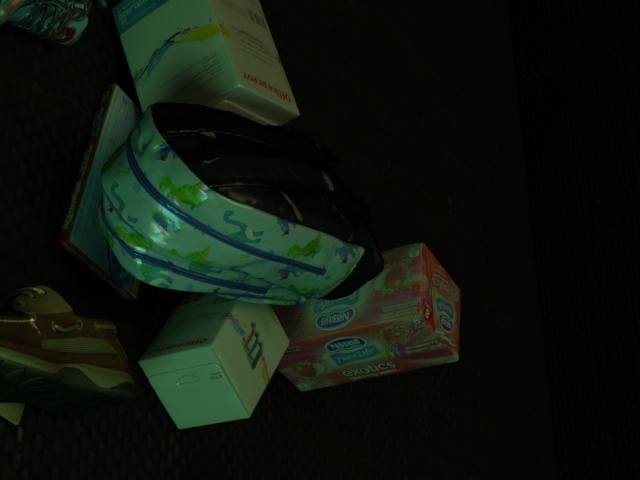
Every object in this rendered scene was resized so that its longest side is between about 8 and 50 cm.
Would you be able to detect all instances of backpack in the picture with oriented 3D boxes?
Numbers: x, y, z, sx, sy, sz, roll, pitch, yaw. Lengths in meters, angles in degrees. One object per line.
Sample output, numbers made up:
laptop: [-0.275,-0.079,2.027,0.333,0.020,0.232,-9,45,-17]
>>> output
backpack: [-0.123,-0.051,1.437,0.290,0.273,0.355,59,14,27]

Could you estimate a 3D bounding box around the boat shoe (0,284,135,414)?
boat shoe: [-0.328,0.115,1.193,0.324,0.122,0.120,36,42,-62]

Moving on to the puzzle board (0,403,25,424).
puzzle board: [-0.375,0.138,1.216,0.128,0.011,0.096,48,38,-41]

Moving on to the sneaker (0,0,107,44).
sneaker: [-0.348,-0.311,1.392,0.125,0.104,0.262,67,28,-21]

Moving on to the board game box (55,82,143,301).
board game box: [-0.279,-0.070,1.488,0.145,0.027,0.281,47,38,-41]

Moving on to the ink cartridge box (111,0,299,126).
ink cartridge box: [-0.171,-0.263,1.591,0.171,0.168,0.233,18,49,-60]

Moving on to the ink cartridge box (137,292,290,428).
ink cartridge box: [-0.147,0.159,1.515,0.127,0.128,0.176,64,30,-22]

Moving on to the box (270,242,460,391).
box: [0.063,0.128,1.745,0.154,0.299,0.142,49,36,-42]
